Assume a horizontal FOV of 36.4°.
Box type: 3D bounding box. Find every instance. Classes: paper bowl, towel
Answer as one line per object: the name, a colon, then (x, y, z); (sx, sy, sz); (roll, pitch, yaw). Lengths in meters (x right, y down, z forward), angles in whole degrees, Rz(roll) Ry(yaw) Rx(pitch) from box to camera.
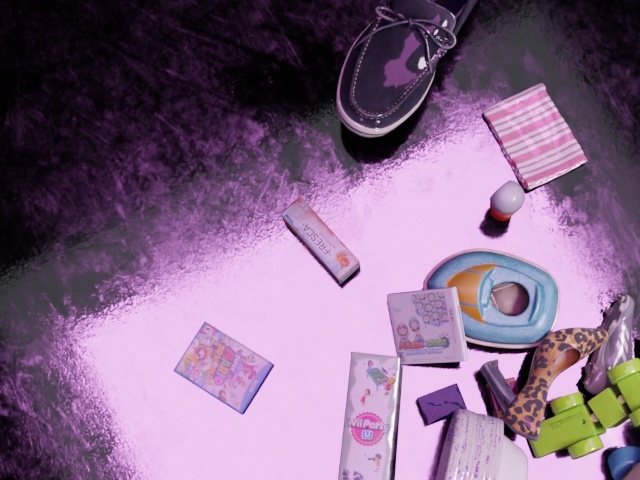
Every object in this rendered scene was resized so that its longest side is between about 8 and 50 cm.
paper bowl: (0.280, 0.455, 1.746); (0.148, 0.284, 0.284); (15, 80, 7)
towel: (0.441, -0.217, 2.007); (0.144, 0.029, 0.197); (-26, 78, -3)

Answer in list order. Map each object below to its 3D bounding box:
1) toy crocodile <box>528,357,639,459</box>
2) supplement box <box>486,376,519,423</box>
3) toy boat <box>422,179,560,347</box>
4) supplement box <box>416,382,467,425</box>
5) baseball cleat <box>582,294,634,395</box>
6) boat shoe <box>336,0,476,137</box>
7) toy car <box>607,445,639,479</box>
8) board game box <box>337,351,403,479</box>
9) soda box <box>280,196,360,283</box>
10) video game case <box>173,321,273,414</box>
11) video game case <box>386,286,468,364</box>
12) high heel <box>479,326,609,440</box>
toy crocodile: (0.535, 0.316, 1.811); (0.340, 0.105, 0.115); (-36, 64, 27)
supplement box: (0.359, 0.313, 1.894); (0.055, 0.043, 0.083); (-14, 78, -1)
toy boat: (0.341, 0.046, 1.898); (0.268, 0.148, 0.318); (8, 79, 6)
supplement box: (0.233, 0.317, 1.880); (0.083, 0.083, 0.056); (-20, 78, -1)
baseball cleat: (0.585, 0.213, 1.897); (0.109, 0.072, 0.205); (26, 85, -6)
boat shoe: (0.191, -0.432, 1.982); (0.187, 0.156, 0.500); (33, 76, 7)
toy car: (0.682, 0.477, 1.773); (0.238, 0.219, 0.210); (25, 124, -21)
board game box: (0.095, 0.371, 1.808); (0.098, 0.224, 0.303); (5, 78, 7)
soda box: (0.000, 0.000, 1.973); (0.058, 0.063, 0.183); (-40, 78, -5)
video game case: (-0.195, 0.255, 1.957); (0.166, 0.015, 0.119); (31, 82, 9)
video game case: (0.206, 0.167, 1.887); (0.157, 0.019, 0.143); (-9, 92, 40)
high heel: (0.449, 0.266, 1.807); (0.261, 0.093, 0.186); (-21, 44, -4)
